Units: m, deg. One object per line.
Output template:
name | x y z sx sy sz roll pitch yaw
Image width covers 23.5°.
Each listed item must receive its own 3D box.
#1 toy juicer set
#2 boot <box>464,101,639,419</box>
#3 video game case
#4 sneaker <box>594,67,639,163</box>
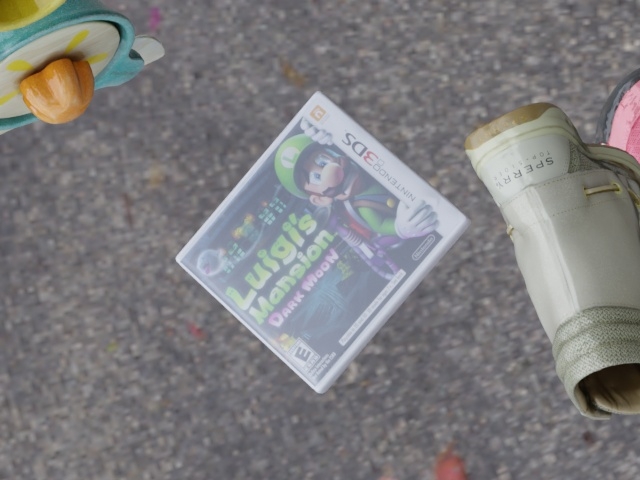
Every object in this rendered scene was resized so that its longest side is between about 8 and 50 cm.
toy juicer set | -0.221 -0.101 1.053 0.209 0.329 0.089 -32 78 3
boot | 0.164 0.023 0.887 0.077 0.213 0.165 -28 67 20
video game case | 0.000 0.000 1.279 0.173 0.022 0.190 42 95 17
sneaker | 0.309 0.010 1.155 0.314 0.116 0.136 66 173 -24
